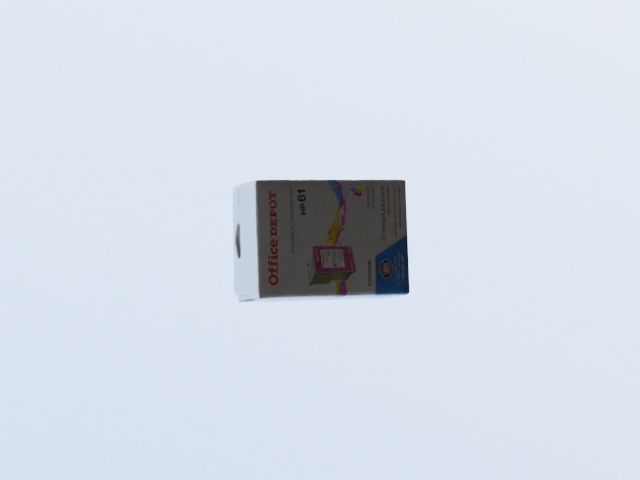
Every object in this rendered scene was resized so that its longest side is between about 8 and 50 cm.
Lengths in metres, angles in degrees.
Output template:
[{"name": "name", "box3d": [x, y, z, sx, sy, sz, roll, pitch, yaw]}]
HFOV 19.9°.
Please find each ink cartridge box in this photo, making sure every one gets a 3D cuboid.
[{"name": "ink cartridge box", "box3d": [0.000, 0.000, 1.354, 0.122, 0.052, 0.089, -1, -92, -21]}]
